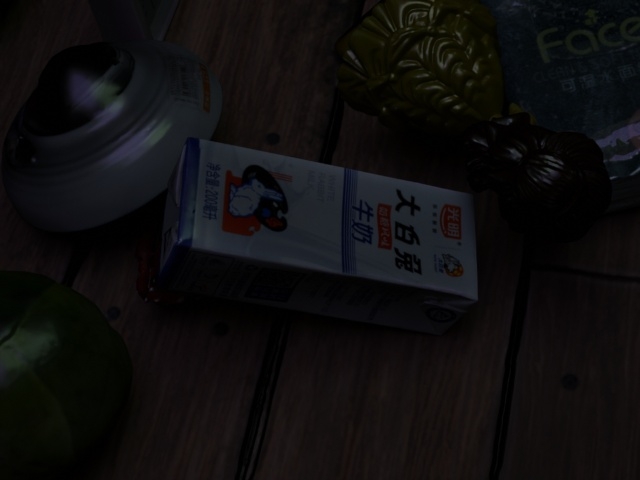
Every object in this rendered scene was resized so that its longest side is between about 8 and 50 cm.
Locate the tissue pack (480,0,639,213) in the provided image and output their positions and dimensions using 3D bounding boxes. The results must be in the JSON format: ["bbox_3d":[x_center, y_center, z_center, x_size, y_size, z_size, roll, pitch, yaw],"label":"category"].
[{"bbox_3d":[0.311,-0.182,1.353,0.228,0.103,0.315,-12,61,1],"label":"tissue pack"}]

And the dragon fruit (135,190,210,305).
[{"bbox_3d":[-0.130,0.005,1.332,0.127,0.120,0.161,24,87,-16],"label":"dragon fruit"}]

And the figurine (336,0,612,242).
[{"bbox_3d":[0.175,-0.118,1.242,0.187,0.168,0.315,-34,57,-7],"label":"figurine"}]

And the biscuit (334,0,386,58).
[{"bbox_3d":[0.130,-0.240,1.451,0.174,0.039,0.183,-42,64,-17],"label":"biscuit"}]

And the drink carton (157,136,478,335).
[{"bbox_3d":[0.000,0.000,1.231,0.315,0.106,0.130,10,62,-16],"label":"drink carton"}]

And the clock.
[{"bbox_3d":[-0.216,-0.341,1.491,0.063,0.150,0.197,11,63,11],"label":"clock"}]

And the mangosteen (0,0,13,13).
[{"bbox_3d":[-0.472,-0.367,1.509,0.216,0.216,0.216,-3,60,6],"label":"mangosteen"}]

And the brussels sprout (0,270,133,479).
[{"bbox_3d":[-0.333,0.132,1.219,0.271,0.210,0.219,18,59,34],"label":"brussels sprout"}]

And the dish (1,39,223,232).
[{"bbox_3d":[-0.259,-0.153,1.350,0.273,0.134,0.273,-18,41,17],"label":"dish"}]
